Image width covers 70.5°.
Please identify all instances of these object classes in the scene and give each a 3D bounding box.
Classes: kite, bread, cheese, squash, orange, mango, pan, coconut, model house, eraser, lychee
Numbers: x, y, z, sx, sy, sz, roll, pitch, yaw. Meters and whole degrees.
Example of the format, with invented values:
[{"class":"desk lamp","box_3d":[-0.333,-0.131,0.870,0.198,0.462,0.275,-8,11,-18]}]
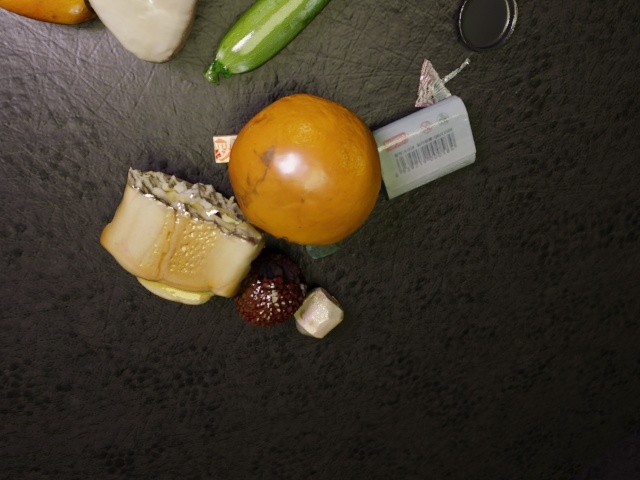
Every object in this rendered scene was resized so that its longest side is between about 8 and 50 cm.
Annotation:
[{"class":"kite","box_3d":[0.276,-0.359,1.034,0.157,0.011,0.139,-39,119,8]},{"class":"bread","box_3d":[-0.290,-0.006,0.982,0.316,0.211,0.270,24,116,-13]},{"class":"cheese","box_3d":[-0.313,-0.436,0.759,0.252,0.173,0.247,2,139,-21]},{"class":"squash","box_3d":[-0.076,-0.435,0.873,0.379,0.101,0.101,-42,116,4]},{"class":"orange","box_3d":[-0.029,-0.138,0.913,0.313,0.312,0.311,-5,116,-10]},{"class":"mango","box_3d":[-0.503,-0.460,0.756,0.252,0.126,0.153,20,102,-17]},{"class":"pan","box_3d":[0.390,-0.519,0.969,0.136,0.028,0.235,31,109,-24]},{"class":"coconut","box_3d":[-0.013,0.193,1.180,0.116,0.116,0.122,40,97,-25]},{"class":"model house","box_3d":[0.000,0.000,1.127,0.083,0.066,0.078,-26,130,21]},{"class":"eraser","box_3d":[0.232,-0.211,1.055,0.227,0.081,0.173,-25,123,-1]},{"class":"lychee","box_3d":[-0.125,0.121,1.090,0.188,0.188,0.187,-5,116,-10]}]

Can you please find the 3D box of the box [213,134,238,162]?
[{"class":"box","box_3d":[-0.188,-0.205,1.006,0.093,0.015,0.058,-6,115,-9]}]
